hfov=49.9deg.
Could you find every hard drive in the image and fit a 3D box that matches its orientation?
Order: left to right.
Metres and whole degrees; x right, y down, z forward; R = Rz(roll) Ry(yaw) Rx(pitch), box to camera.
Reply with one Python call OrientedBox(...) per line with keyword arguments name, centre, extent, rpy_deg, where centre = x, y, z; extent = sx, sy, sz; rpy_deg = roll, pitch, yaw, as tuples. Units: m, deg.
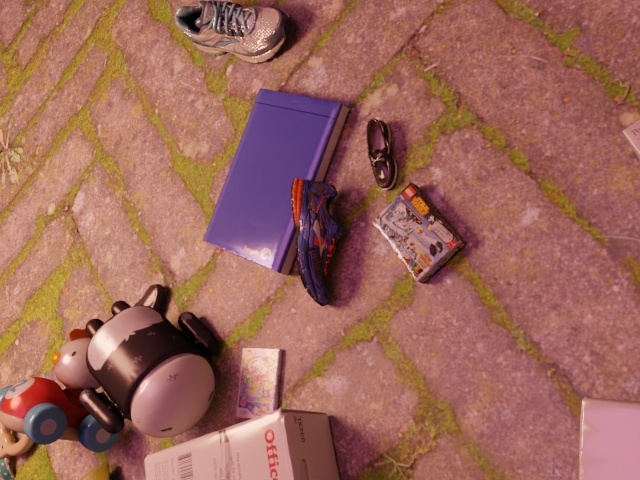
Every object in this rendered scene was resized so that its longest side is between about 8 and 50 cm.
OrientedBox(name="hard drive", centre=(-0.088, -0.117, 1.281), extent=(0.210, 0.040, 0.318), rpy_deg=(19, 89, 38))

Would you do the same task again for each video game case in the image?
OrientedBox(name="video game case", centre=(-0.108, 0.251, 1.208), extent=(0.087, 0.011, 0.122), rpy_deg=(-5, 74, 35))

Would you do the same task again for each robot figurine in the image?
OrientedBox(name="robot figurine", centre=(-0.315, 0.233, 1.260), extent=(0.278, 0.173, 0.209), rpy_deg=(37, 102, 31))

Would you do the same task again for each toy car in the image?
OrientedBox(name="toy car", centre=(-0.505, 0.273, 1.377), extent=(0.219, 0.210, 0.238), rpy_deg=(2, 72, 48))

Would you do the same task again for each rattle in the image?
OrientedBox(name="rattle", centre=(-0.724, 0.446, 1.530), extent=(0.130, 0.143, 0.199), rpy_deg=(36, 93, 19))

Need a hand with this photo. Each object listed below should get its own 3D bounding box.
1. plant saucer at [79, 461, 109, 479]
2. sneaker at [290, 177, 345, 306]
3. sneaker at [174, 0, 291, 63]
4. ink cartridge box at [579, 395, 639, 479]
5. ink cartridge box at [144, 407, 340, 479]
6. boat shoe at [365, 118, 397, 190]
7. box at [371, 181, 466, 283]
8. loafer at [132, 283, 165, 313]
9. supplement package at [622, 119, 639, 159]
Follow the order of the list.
OrientedBox(name="plant saucer", centre=(-0.468, 0.553, 1.322), extent=(0.188, 0.045, 0.188), rpy_deg=(-48, 39, 24))
OrientedBox(name="sneaker", centre=(0.000, 0.000, 1.157), extent=(0.087, 0.083, 0.221), rpy_deg=(-6, 86, -1))
OrientedBox(name="sneaker", centre=(-0.186, -0.431, 1.392), extent=(0.283, 0.122, 0.110), rpy_deg=(10, 83, 38))
OrientedBox(name="ink cartridge box", centre=(0.439, 0.237, 0.673), extent=(0.306, 0.226, 0.131), rpy_deg=(-3, 74, 37))
OrientedBox(name="ink cartridge box", centre=(-0.122, 0.418, 1.094), extent=(0.307, 0.129, 0.223), rpy_deg=(-26, 63, 28))
OrientedBox(name="boat shoe", centre=(0.100, -0.146, 1.152), extent=(0.046, 0.038, 0.125), rpy_deg=(-13, 69, 33))
OrientedBox(name="box", centre=(0.153, -0.013, 1.081), extent=(0.094, 0.027, 0.137), rpy_deg=(-46, 55, 18))
OrientedBox(name="loafer", centre=(-0.372, 0.163, 1.396), extent=(0.062, 0.061, 0.170), rpy_deg=(30, 94, 39))
OrientedBox(name="supplement package", centre=(0.496, -0.085, 0.772), extent=(0.194, 0.149, 0.203), rpy_deg=(-38, 59, 22))
